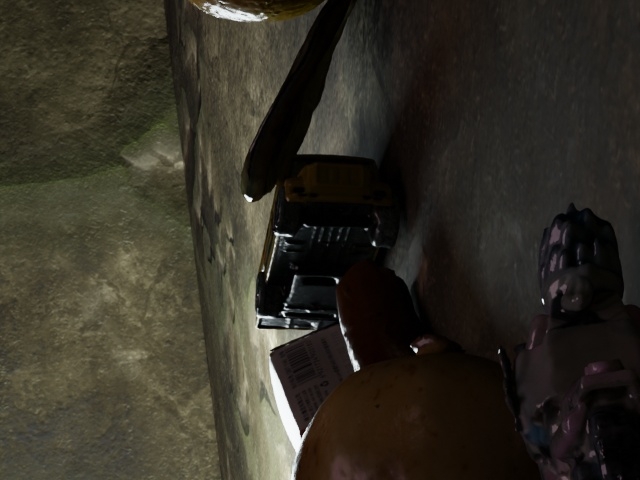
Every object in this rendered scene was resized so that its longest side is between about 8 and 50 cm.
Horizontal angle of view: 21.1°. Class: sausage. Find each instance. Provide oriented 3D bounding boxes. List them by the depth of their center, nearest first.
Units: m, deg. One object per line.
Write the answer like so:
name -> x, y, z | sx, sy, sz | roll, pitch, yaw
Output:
sausage -> 0.073, 0.112, 1.541 | 0.302, 0.076, 0.103 | -120, 25, -66

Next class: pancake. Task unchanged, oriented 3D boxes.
pancake -> -0.022, -0.148, 1.747 | 0.250, 0.031, 0.250 | 25, -90, -87

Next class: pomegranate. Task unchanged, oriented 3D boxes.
pomegranate -> 0.088, 0.171, 1.201 | 0.215, 0.215, 0.215 | 174, 90, -80

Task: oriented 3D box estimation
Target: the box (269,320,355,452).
box -> 0.016, 0.190, 1.761 | 0.182, 0.099, 0.133 | -118, 7, -63

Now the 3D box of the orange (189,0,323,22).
orange -> -0.061, -0.325, 1.664 | 0.236, 0.236, 0.236 | 174, 90, -80

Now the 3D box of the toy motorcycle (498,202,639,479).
toy motorcycle -> 0.154, 0.074, 0.990 | 0.239, 0.108, 0.204 | 134, 130, -76

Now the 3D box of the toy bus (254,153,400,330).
toy bus -> 0.000, 0.000, 1.781 | 0.335, 0.121, 0.123 | 105, 167, -64
